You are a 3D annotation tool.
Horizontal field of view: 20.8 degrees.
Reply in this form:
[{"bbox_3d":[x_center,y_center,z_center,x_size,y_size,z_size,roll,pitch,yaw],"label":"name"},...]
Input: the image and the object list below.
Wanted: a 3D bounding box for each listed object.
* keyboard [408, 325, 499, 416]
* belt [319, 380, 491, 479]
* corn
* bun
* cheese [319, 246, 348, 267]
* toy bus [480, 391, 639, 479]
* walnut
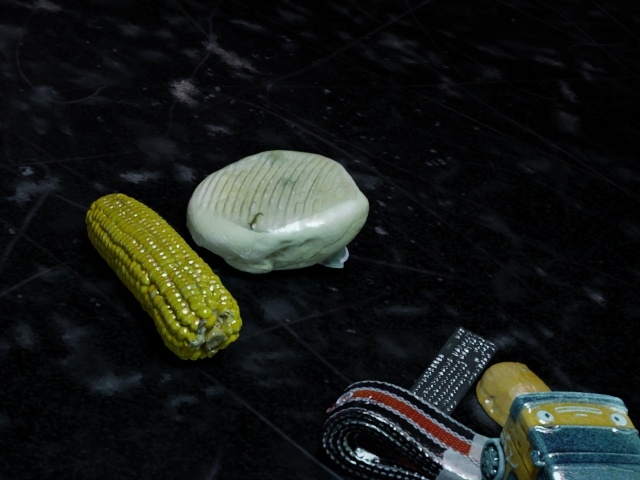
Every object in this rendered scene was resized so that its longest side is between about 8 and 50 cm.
[{"bbox_3d":[0.166,0.165,2.188,0.061,0.013,0.204,26,32,13],"label":"keyboard"},{"bbox_3d":[0.173,0.259,1.952,0.360,0.126,0.094,19,40,14],"label":"belt"},{"bbox_3d":[-0.197,0.034,2.135,0.102,0.102,0.313,-5,38,-33],"label":"corn"},{"bbox_3d":[-0.055,-0.029,2.293,0.237,0.116,0.210,1,34,1],"label":"bun"},{"bbox_3d":[0.000,0.000,2.358,0.067,0.026,0.120,3,33,-24],"label":"cheese"},{"bbox_3d":[0.229,0.298,1.751,0.139,0.275,0.167,5,34,-21],"label":"toy bus"},{"bbox_3d":[0.246,0.188,2.156,0.091,0.052,0.121,-7,37,-31],"label":"walnut"}]
